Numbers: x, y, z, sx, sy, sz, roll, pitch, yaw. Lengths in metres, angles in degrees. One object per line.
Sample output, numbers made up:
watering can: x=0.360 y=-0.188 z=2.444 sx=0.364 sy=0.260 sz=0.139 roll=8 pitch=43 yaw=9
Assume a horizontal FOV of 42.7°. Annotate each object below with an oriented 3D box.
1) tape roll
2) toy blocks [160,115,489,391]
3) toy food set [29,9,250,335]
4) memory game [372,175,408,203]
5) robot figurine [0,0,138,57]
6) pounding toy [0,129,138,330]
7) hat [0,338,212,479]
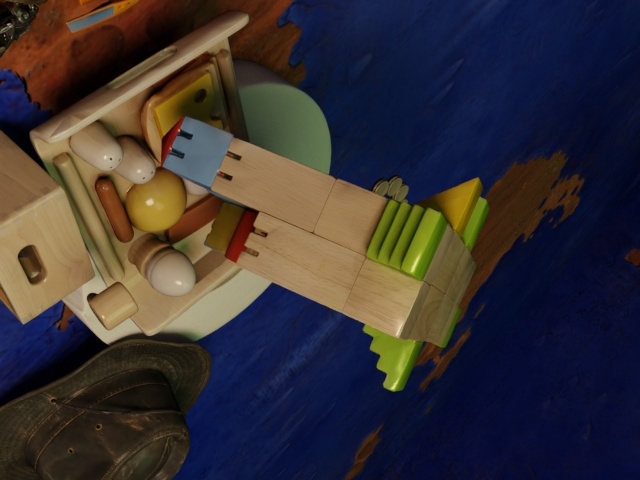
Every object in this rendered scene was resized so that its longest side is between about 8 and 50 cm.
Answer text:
tape roll: x=-0.145 y=-0.032 z=1.010 sx=0.392 sy=0.072 sz=0.392 roll=-37 pitch=149 yaw=-27
toy blocks: x=0.000 y=0.000 z=0.782 sx=0.190 sy=0.261 sz=0.381 roll=-66 pitch=163 yaw=-2
toy food set: x=-0.134 y=-0.057 z=0.824 sx=0.220 sy=0.092 sz=0.306 roll=-39 pitch=149 yaw=-22
memory game: x=0.089 y=-0.032 z=1.425 sx=0.186 sy=0.012 sz=0.186 roll=-36 pitch=148 yaw=-27
robot figurine: x=-0.224 y=-0.241 z=0.631 sx=0.291 sy=0.085 sz=0.211 roll=-35 pitch=147 yaw=-29
pounding toy: x=-0.264 y=0.024 z=0.750 sx=0.094 sy=0.206 sz=0.181 roll=-37 pitch=149 yaw=-26
hat: x=-0.264 y=0.269 z=1.042 sx=0.331 sy=0.134 sz=0.331 roll=-26 pitch=152 yaw=-15
